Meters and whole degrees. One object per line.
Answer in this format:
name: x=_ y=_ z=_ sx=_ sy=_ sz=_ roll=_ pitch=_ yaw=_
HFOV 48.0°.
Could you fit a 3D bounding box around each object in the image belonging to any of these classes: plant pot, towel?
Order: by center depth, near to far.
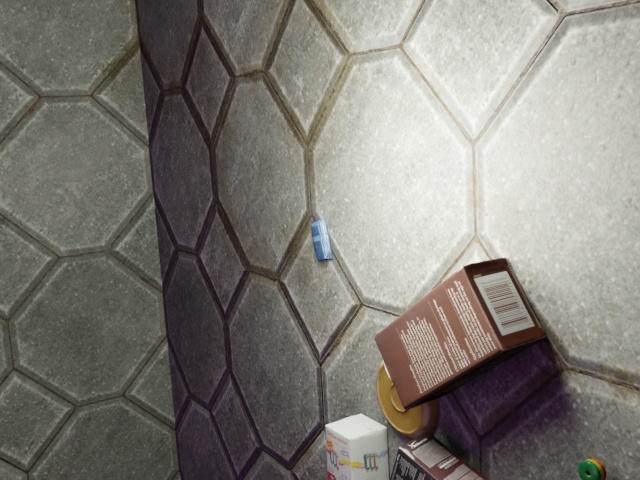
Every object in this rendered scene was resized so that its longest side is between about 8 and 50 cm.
plant pot: x=0.211 y=0.397 z=1.830 sx=0.236 sy=0.032 sz=0.236 roll=21 pitch=115 yaw=53
towel: x=0.000 y=0.000 z=2.064 sx=0.067 sy=0.029 sz=0.119 roll=-15 pitch=86 yaw=59

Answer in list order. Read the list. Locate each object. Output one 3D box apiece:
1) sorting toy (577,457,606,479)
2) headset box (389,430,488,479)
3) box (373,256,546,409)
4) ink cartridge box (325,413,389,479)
sorting toy: x=0.532 y=0.550 z=1.346 sx=0.132 sy=0.046 sz=0.274 roll=29 pitch=121 yaw=52
headset box: x=0.296 y=0.621 z=1.647 sx=0.293 sy=0.110 sz=0.218 roll=33 pitch=126 yaw=38
box: x=0.288 y=0.211 z=1.564 sx=0.381 sy=0.143 sz=0.191 roll=-47 pitch=59 yaw=50
ink cartridge box: x=0.100 y=0.586 z=1.962 sx=0.128 sy=0.127 sz=0.176 roll=10 pitch=105 yaw=57
